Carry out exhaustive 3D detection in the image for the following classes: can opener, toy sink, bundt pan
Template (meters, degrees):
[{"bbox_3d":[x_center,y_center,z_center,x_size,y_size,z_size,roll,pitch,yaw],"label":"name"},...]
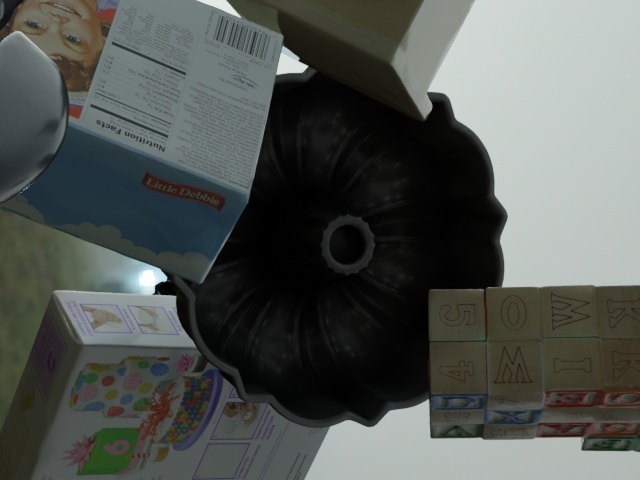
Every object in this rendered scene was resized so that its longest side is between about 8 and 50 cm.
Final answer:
[{"bbox_3d":[-0.147,-0.077,0.709,0.095,0.076,0.283,41,16,-12],"label":"can opener"},{"bbox_3d":[0.031,-0.194,1.224,0.131,0.152,0.234,-62,168,-1],"label":"toy sink"},{"bbox_3d":[0.000,0.000,1.517,0.124,0.330,0.331,-172,-105,-66],"label":"bundt pan"}]

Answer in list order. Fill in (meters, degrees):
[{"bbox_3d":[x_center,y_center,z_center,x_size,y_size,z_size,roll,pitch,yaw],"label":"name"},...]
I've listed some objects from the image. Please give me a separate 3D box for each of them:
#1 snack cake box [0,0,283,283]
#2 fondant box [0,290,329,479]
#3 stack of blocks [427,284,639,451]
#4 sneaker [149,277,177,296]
[{"bbox_3d":[-0.165,-0.096,0.990,0.089,0.264,0.152,123,-16,-44],"label":"snack cake box"},{"bbox_3d":[-0.148,0.176,1.720,0.096,0.330,0.238,54,-50,43],"label":"fondant box"},{"bbox_3d":[0.233,0.104,1.310,0.171,0.297,0.087,81,8,-67],"label":"stack of blocks"},{"bbox_3d":[-0.180,0.108,1.834,0.139,0.341,0.125,41,-7,-27],"label":"sneaker"}]
